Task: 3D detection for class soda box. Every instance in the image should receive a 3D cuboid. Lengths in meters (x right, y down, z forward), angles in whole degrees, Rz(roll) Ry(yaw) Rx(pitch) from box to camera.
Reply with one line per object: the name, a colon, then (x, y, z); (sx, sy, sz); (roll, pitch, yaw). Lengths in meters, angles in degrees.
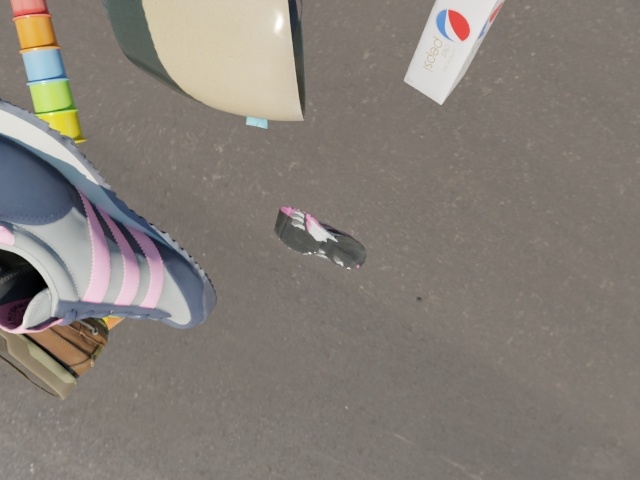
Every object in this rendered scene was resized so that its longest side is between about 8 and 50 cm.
soda box: (0.179, -0.277, 0.793); (0.069, 0.216, 0.074); (34, 68, 8)

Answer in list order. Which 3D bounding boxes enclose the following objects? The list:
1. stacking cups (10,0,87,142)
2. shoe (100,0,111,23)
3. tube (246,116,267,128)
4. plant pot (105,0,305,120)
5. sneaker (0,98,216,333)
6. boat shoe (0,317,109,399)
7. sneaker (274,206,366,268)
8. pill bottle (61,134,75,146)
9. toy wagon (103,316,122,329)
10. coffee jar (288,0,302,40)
stacking cups: (-0.550, -0.353, 1.238); (0.096, 0.096, 0.316); (-9, 105, -13)
shoe: (-0.255, -0.372, 0.960); (0.219, 0.076, 0.058); (8, 108, 27)
tube: (-0.153, -0.377, 1.464); (0.080, 0.052, 0.207); (-4, 93, -52)
plant pot: (-0.122, -0.269, 0.670); (0.190, 0.284, 0.284); (-4, 105, 1)
sneaker: (-0.202, 0.028, 0.505); (0.319, 0.112, 0.131); (53, 50, -52)
boat shoe: (-0.357, 0.042, 0.668); (0.104, 0.110, 0.307); (-56, 134, -32)
sneaker: (0.000, 0.000, 1.090); (0.178, 0.077, 0.072); (31, 97, 8)
pill bottle: (-0.424, -0.092, 1.000); (0.086, 0.086, 0.152); (-13, 73, -11)
toy wagon: (-0.544, 0.122, 1.493); (0.344, 0.068, 0.267); (16, 96, -55)
coffee jar: (-0.073, -0.287, 0.682); (0.079, 0.184, 0.096); (4, 139, -21)
